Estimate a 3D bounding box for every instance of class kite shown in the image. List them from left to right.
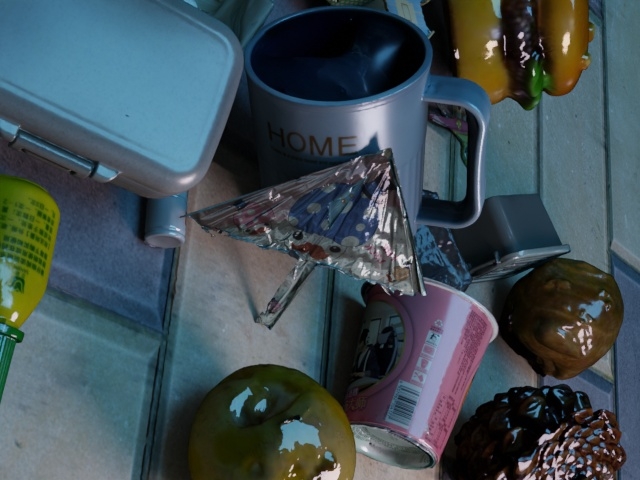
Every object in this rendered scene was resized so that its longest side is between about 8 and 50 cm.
[{"bbox_3d":[0.000,0.000,1.619,0.406,0.368,0.014,19,36,-25],"label":"kite"}]

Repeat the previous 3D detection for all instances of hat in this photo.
[{"bbox_3d":[-0.196,-0.353,1.661,0.258,0.168,0.301,32,21,-1],"label":"hat"}]

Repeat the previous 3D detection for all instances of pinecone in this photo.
[{"bbox_3d":[0.373,0.372,1.984,0.298,0.296,0.242,10,73,-31],"label":"pinecone"}]

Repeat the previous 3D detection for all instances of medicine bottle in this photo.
[{"bbox_3d":[-0.374,0.072,1.320,0.111,0.076,0.309,26,57,-37],"label":"medicine bottle"},{"bbox_3d":[-0.289,-0.221,1.412,0.375,0.123,0.282,26,70,-26],"label":"medicine bottle"},{"bbox_3d":[-0.213,-0.038,1.577,0.057,0.057,0.089,23,60,-46],"label":"medicine bottle"}]

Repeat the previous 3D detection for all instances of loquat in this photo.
[{"bbox_3d":[-0.066,0.285,1.525,0.244,0.244,0.244,22,61,-46],"label":"loquat"}]

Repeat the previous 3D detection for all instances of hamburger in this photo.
[{"bbox_3d":[0.371,-0.460,2.173,0.396,0.277,0.395,-7,90,-85],"label":"hamburger"}]

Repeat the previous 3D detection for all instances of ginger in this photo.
[{"bbox_3d":[0.494,0.155,2.241,0.269,0.223,0.200,40,65,-31],"label":"ginger"}]

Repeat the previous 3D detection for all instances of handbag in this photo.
[{"bbox_3d":[0.163,0.031,2.012,0.175,0.089,0.270,-31,102,-44],"label":"handbag"}]

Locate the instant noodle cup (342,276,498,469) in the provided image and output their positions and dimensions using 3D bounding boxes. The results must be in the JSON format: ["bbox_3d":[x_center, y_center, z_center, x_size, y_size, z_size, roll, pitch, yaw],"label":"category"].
[{"bbox_3d":[0.140,0.217,1.818,0.244,0.244,0.255,41,57,-35],"label":"instant noodle cup"}]

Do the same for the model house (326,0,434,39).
[{"bbox_3d":[0.088,-0.390,1.979,0.271,0.178,0.206,1,70,-54],"label":"model house"}]

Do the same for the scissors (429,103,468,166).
[{"bbox_3d":[0.272,-0.228,2.283,0.187,0.020,0.133,32,58,-43],"label":"scissors"}]

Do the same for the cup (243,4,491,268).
[{"bbox_3d":[0.062,-0.152,1.681,0.257,0.331,0.311,-113,-165,-47],"label":"cup"}]

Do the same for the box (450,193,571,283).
[{"bbox_3d":[0.354,-0.007,2.205,0.243,0.163,0.135,-4,72,-51],"label":"box"}]
